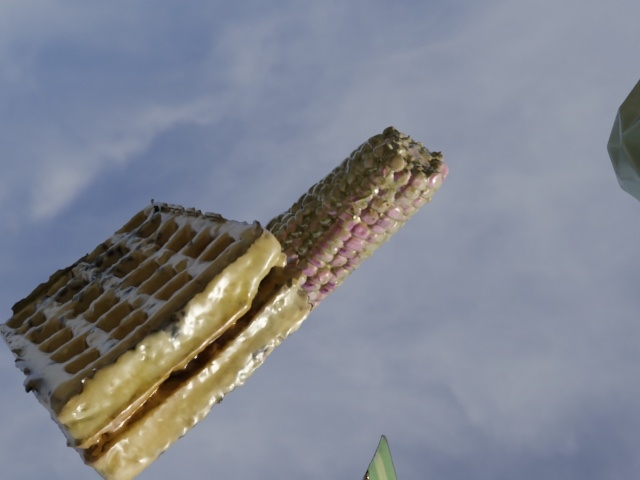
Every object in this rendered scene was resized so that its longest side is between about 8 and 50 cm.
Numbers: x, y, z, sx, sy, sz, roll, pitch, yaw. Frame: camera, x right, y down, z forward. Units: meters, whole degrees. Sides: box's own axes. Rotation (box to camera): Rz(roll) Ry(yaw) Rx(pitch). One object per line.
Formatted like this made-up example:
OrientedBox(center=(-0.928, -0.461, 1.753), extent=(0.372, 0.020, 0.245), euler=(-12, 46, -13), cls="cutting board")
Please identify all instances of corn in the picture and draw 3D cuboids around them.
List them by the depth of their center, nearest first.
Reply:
OrientedBox(center=(0.002, 0.001, 1.165), extent=(0.335, 0.126, 0.127), euler=(-39, -145, 30), cls="corn")

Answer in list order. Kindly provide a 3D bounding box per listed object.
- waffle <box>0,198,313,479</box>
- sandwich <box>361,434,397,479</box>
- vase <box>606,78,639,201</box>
OrientedBox(center=(-0.184, 0.076, 1.030), extent=(0.261, 0.114, 0.376), euler=(-43, -159, -13), cls="waffle")
OrientedBox(center=(0.069, 0.264, 0.997), extent=(0.074, 0.116, 0.074), euler=(24, -147, 7), cls="sandwich")
OrientedBox(center=(0.370, -0.182, 0.801), extent=(0.165, 0.165, 0.360), euler=(27, -92, 41), cls="vase")
